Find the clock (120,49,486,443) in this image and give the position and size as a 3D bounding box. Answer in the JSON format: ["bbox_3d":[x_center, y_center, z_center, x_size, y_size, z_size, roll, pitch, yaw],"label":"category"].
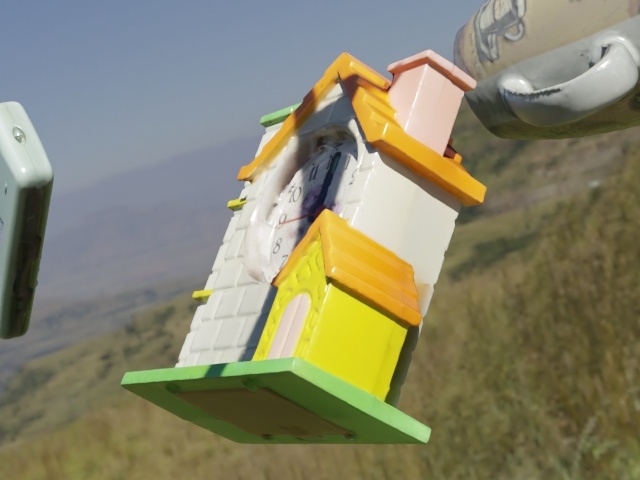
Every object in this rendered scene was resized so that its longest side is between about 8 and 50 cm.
[{"bbox_3d":[0.000,0.000,0.960,0.106,0.255,0.220,30,-23,-28],"label":"clock"}]

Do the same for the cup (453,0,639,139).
[{"bbox_3d":[0.272,-0.190,1.517,0.257,0.227,0.301,-25,17,33],"label":"cup"}]

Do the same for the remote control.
[{"bbox_3d":[-0.365,-0.014,1.688,0.056,0.140,0.296,-10,-40,-26],"label":"remote control"}]
